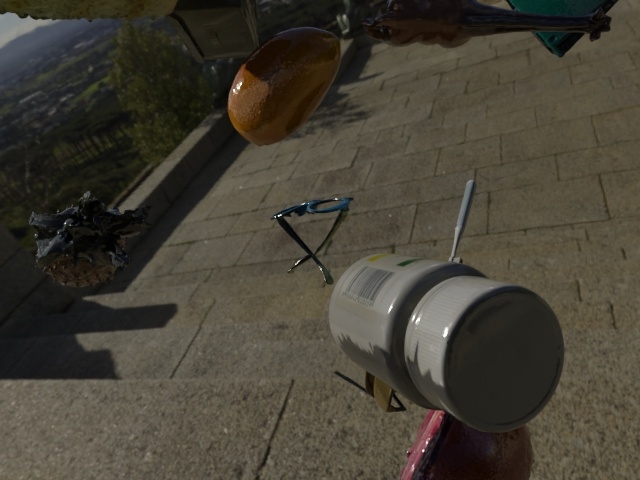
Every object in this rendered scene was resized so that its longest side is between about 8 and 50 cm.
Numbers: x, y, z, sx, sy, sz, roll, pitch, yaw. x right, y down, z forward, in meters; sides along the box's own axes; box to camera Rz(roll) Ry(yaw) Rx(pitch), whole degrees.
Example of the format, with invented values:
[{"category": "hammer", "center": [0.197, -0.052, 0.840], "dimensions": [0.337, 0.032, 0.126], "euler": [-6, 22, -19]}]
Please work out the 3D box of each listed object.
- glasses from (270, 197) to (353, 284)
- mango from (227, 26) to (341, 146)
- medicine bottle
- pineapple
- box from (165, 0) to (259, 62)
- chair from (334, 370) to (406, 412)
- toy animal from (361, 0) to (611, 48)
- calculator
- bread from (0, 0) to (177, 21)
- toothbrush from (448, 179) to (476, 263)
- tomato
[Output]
[{"category": "glasses", "center": [-0.027, -0.007, 1.113], "dimensions": [0.239, 0.102, 0.207], "euler": [-8, 72, 47]}, {"category": "mango", "center": [-0.058, -0.235, 0.736], "dimensions": [0.217, 0.102, 0.141], "euler": [-27, 49, 34]}, {"category": "medicine bottle", "center": [0.162, 0.131, 0.728], "dimensions": [0.208, 0.208, 0.339], "euler": [-36, 13, -15]}, {"category": "pineapple", "center": [-0.388, -0.006, 0.812], "dimensions": [0.165, 0.165, 0.364], "euler": [-45, 13, -26]}, {"category": "box", "center": [-0.217, -0.480, 1.002], "dimensions": [0.148, 0.156, 0.231], "euler": [-4, -3, 1]}, {"category": "chair", "center": [0.156, 0.310, 1.207], "dimensions": [0.172, 0.159, 0.247], "euler": [1, 15, -34]}, {"category": "toy animal", "center": [0.178, -0.257, 0.571], "dimensions": [0.224, 0.066, 0.230], "euler": [-9, 30, -14]}, {"category": "calculator", "center": [0.512, -0.571, 1.037], "dimensions": [0.248, 0.274, 0.058], "euler": [-45, -13, 32]}, {"category": "bread", "center": [-0.390, -0.474, 0.670], "dimensions": [0.395, 0.239, 0.264], "euler": [-10, -10, -29]}, {"category": "toothbrush", "center": [0.347, -0.042, 1.201], "dimensions": [0.030, 0.025, 0.342], "euler": [-10, 36, 32]}, {"category": "tomato", "center": [0.250, 0.392, 0.860], "dimensions": [0.176, 0.335, 0.290], "euler": [29, 88, 13]}]
